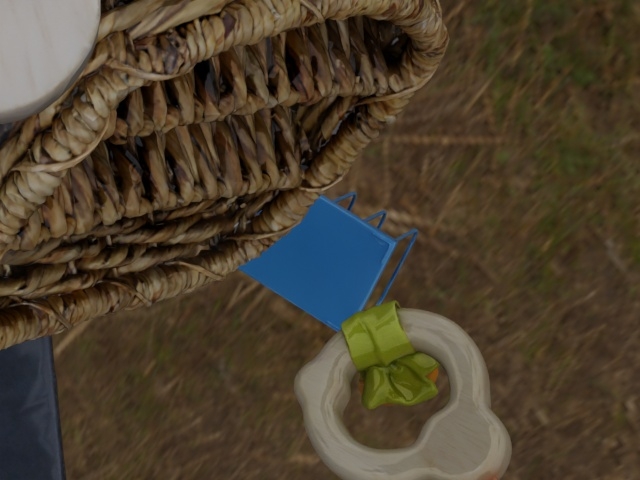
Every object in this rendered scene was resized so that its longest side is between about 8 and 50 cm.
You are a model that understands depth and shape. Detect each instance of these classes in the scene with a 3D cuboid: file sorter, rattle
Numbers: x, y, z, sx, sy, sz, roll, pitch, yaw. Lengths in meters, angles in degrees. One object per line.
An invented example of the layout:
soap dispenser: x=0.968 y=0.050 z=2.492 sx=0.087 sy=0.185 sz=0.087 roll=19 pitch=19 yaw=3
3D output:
file sorter: x=0.000 y=0.000 z=1.955 sx=0.170 sy=0.104 sz=0.118 roll=32 pitch=110 yaw=13
rattle: x=0.079 y=0.145 z=1.198 sx=0.130 sy=0.143 sz=0.200 roll=-37 pitch=58 yaw=-20

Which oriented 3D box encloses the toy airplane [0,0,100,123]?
toy airplane: x=-0.172 y=-0.285 z=0.648 sx=0.386 sy=0.272 sz=0.384 roll=32 pitch=93 yaw=10

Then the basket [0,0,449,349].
basket: x=-0.062 y=-0.075 z=0.875 sx=0.299 sy=0.213 sz=0.223 roll=-14 pitch=95 yaw=-58

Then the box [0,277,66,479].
box: x=-0.382 y=0.144 z=1.390 sx=0.297 sy=0.472 sz=0.480 roll=-2 pitch=66 yaw=-18
